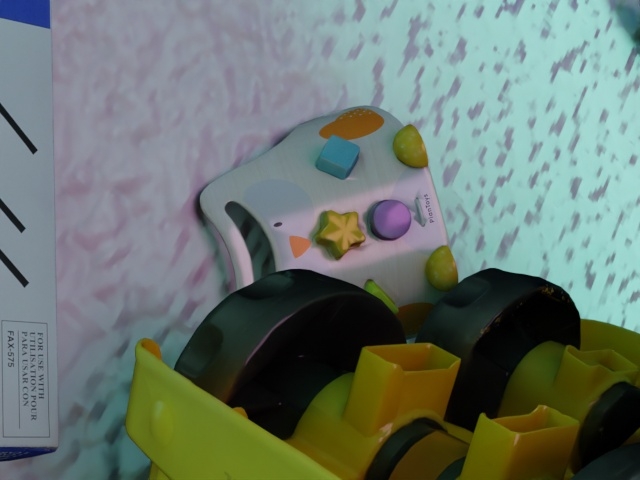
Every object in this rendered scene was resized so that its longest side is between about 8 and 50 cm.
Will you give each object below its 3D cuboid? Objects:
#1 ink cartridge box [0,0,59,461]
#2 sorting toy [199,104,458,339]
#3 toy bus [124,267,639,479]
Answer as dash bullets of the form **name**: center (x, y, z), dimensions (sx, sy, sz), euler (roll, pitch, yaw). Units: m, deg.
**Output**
- **ink cartridge box**: center (-0.121, -0.047, 0.388), dimensions (0.097, 0.046, 0.207), euler (7, 75, -41)
- **sorting toy**: center (0.000, 0.000, 0.493), dimensions (0.075, 0.045, 0.083), euler (-16, 90, -23)
- **toy bus**: center (0.046, 0.127, 0.432), dimensions (0.220, 0.149, 0.211), euler (-2, 110, -46)
